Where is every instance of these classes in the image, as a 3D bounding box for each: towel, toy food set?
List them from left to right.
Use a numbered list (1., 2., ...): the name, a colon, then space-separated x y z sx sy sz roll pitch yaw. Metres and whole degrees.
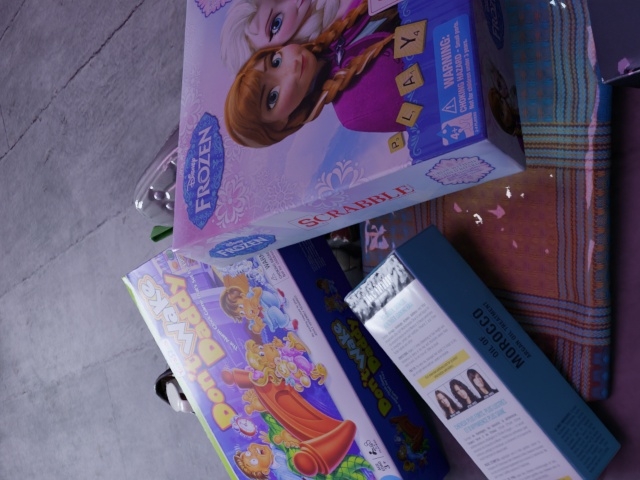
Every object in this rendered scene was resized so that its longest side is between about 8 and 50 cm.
1. toy food set: 0.000 0.000 0.892 0.122 0.019 0.077 -4 92 48
2. towel: 0.132 -0.054 0.691 0.272 0.040 0.369 7 106 45

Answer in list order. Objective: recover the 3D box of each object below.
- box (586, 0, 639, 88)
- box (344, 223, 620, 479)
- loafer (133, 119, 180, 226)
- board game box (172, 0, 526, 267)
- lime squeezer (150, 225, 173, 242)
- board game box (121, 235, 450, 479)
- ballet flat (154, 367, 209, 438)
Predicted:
1. box: 0.273 -0.157 0.466 0.156 0.158 0.093 -13 85 47
2. box: 0.135 0.112 0.666 0.244 0.060 0.100 51 141 9
3. loafer: -0.082 -0.138 0.849 0.319 0.112 0.111 -37 40 11
4. board game box: 0.004 -0.165 0.663 0.318 0.066 0.318 -18 62 36
5. lime squeezer: -0.054 -0.054 0.881 0.311 0.109 0.058 0 137 22
6. board game box: -0.046 0.140 0.828 0.233 0.078 0.347 -29 90 38
7. ballet flat: -0.128 0.222 1.006 0.281 0.096 0.095 5 100 47
